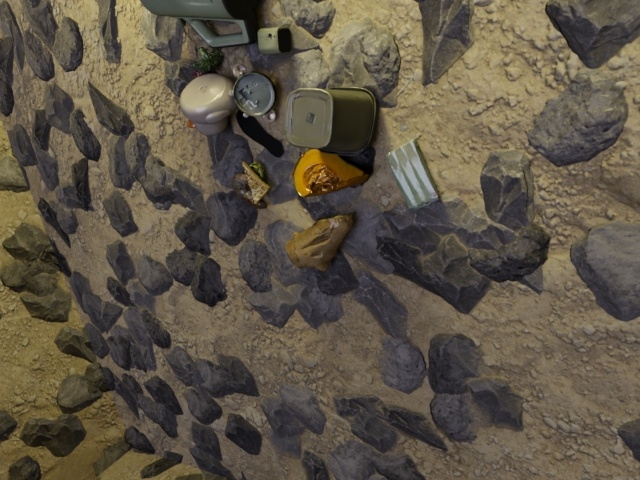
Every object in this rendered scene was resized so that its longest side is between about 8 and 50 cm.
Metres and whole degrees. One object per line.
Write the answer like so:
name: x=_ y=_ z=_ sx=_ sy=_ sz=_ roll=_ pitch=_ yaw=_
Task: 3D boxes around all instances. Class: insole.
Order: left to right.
insole: x=-0.233 y=-0.406 z=1.867 sx=0.253 sy=0.005 sz=0.086 roll=43 pitch=128 yaw=12

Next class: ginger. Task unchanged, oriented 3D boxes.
ginger: x=0.000 y=0.000 z=1.810 sx=0.190 sy=0.126 sz=0.354 roll=53 pitch=130 yaw=10

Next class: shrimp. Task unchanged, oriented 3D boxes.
shrimp: x=-0.279 y=-0.192 z=1.942 sx=0.187 sy=0.051 sz=0.132 roll=37 pitch=147 yaw=3

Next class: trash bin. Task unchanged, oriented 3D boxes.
trash bin: x=0.027 y=-0.376 z=1.523 sx=0.220 sy=0.250 sz=0.219 roll=10 pitch=104 yaw=29

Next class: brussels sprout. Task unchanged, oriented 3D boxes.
brussels sprout: x=-0.250 y=-0.269 z=1.907 sx=0.085 sy=0.058 sz=0.085 roll=17 pitch=135 yaw=19

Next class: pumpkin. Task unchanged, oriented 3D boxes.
pumpkin: x=0.042 y=-0.255 z=1.701 sx=0.279 sy=0.111 sz=0.163 roll=-15 pitch=82 yaw=30

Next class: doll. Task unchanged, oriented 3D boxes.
doll: x=-0.403 y=-0.496 z=1.844 sx=0.251 sy=0.221 sz=0.221 roll=-25 pitch=96 yaw=6

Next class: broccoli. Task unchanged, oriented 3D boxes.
broccoli: x=-0.423 y=-0.674 z=1.825 sx=0.097 sy=0.095 sz=0.092 roll=-16 pitch=114 yaw=45

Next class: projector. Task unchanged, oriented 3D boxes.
projector: x=-0.153 y=-0.671 z=1.645 sx=0.082 sy=0.083 sz=0.083 roll=11 pitch=116 yaw=30

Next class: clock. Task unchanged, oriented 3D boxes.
clock: x=-0.234 y=-0.517 z=1.729 sx=0.156 sy=0.063 sz=0.229 roll=-31 pitch=111 yaw=4

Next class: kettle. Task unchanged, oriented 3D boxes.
kettle: x=-0.396 y=-0.831 z=1.667 sx=0.377 sy=0.250 sz=0.361 roll=17 pitch=139 yaw=24

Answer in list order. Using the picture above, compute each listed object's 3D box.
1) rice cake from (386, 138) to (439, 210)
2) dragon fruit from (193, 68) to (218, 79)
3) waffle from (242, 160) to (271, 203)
rice cake: x=0.299 y=-0.206 z=1.574 sx=0.124 sy=0.038 sz=0.211 roll=-26 pitch=95 yaw=38
dragon fruit: x=-0.451 y=-0.597 z=1.892 sx=0.097 sy=0.063 sz=0.131 roll=20 pitch=120 yaw=26
waffle: x=-0.273 y=-0.221 z=1.882 sx=0.097 sy=0.023 sz=0.152 roll=-39 pitch=102 yaw=24
